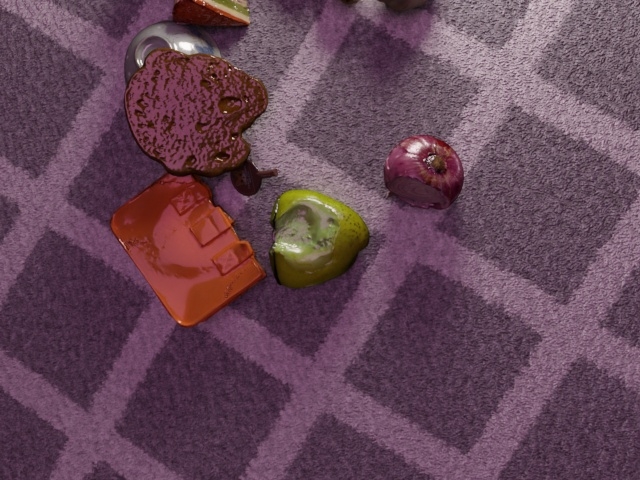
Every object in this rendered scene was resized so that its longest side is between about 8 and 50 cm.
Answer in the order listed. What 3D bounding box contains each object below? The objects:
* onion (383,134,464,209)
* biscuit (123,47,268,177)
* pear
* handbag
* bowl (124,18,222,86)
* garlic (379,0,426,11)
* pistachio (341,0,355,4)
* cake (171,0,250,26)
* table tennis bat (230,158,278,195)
[{"bbox_3d":[0.279,-0.189,1.467,0.207,0.200,0.200,18,91,21],"label":"onion"},{"bbox_3d":[-0.328,-0.348,1.502,0.381,0.074,0.358,-14,100,-14],"label":"biscuit"},{"bbox_3d":[0.000,0.000,1.506,0.293,0.159,0.292,0,88,5],"label":"pear"},{"bbox_3d":[-0.377,0.014,1.578,0.303,0.116,0.410,-36,85,2],"label":"handbag"},{"bbox_3d":[-0.447,-0.506,1.579,0.313,0.146,0.313,0,88,7],"label":"bowl"},{"bbox_3d":[0.218,-0.727,1.478,0.228,0.228,0.152,-52,40,4],"label":"garlic"},{"bbox_3d":[0.070,-0.770,1.513,0.157,0.157,0.229,0,96,7],"label":"pistachio"},{"bbox_3d":[-0.304,-0.665,1.543,0.221,0.117,0.086,-3,81,-12],"label":"cake"},{"bbox_3d":[-0.163,-0.197,1.603,0.170,0.119,0.107,-3,106,35],"label":"table tennis bat"}]
